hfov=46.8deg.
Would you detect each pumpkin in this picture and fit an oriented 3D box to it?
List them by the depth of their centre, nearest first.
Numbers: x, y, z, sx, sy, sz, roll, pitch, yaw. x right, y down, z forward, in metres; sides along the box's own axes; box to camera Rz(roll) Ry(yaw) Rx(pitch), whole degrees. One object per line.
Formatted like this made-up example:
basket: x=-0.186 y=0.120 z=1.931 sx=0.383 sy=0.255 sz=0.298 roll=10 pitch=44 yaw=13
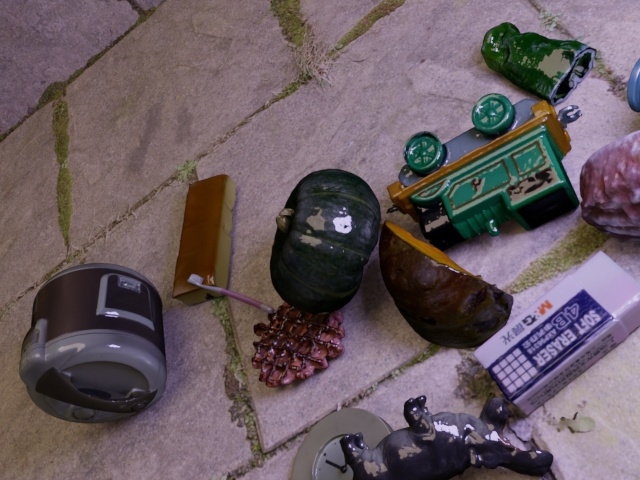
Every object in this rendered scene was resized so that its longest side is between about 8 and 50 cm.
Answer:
pumpkin: x=0.184 y=0.094 z=1.395 sx=0.312 sy=0.148 sz=0.169 roll=37 pitch=103 yaw=39
pumpkin: x=0.000 y=0.000 z=1.511 sx=0.300 sy=0.207 sz=0.300 roll=-164 pitch=90 yaw=-75

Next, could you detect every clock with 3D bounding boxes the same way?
clock: x=0.047 y=0.430 z=1.387 sx=0.235 sy=0.029 sz=0.235 roll=-22 pitch=49 yaw=28

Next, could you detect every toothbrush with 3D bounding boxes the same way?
toothbrush: x=-0.212 y=0.122 z=1.724 sx=0.286 sy=0.020 sz=0.025 roll=16 pitch=75 yaw=38

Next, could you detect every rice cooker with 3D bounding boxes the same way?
rice cooker: x=-0.527 y=0.251 z=1.750 sx=0.335 sy=0.335 sz=0.325 roll=-31 pitch=44 yaw=17

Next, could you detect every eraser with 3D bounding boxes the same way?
eraser: x=0.410 y=0.155 z=1.249 sx=0.287 sy=0.086 sz=0.130 roll=-42 pitch=43 yaw=7

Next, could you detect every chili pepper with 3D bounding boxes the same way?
chili pepper: x=0.449 y=-0.400 z=1.608 sx=0.270 sy=0.099 sz=0.136 roll=41 pitch=114 yaw=41

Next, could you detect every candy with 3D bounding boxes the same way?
candy: x=0.559 y=-0.089 z=1.199 sx=0.289 sy=0.214 sz=0.157 roll=-28 pitch=45 yaw=54

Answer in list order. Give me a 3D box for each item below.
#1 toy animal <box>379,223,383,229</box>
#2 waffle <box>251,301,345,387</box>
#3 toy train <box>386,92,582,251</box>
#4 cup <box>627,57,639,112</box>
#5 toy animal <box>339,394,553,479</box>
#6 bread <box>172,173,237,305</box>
toy animal: x=0.098 y=-0.023 z=1.635 sx=0.083 sy=0.081 sz=0.060 roll=-43 pitch=36 yaw=-22
waffle: x=-0.052 y=0.212 z=1.601 sx=0.234 sy=0.055 sz=0.221 roll=-33 pitch=43 yaw=10
toy train: x=0.327 y=-0.117 z=1.457 sx=0.429 sy=0.178 sz=0.249 roll=-29 pitch=59 yaw=21
cup: x=0.708 y=-0.277 z=1.248 sx=0.289 sy=0.219 sz=0.257 roll=-32 pitch=36 yaw=-28
toy animal: x=0.199 y=0.338 z=1.231 sx=0.343 sy=0.106 sz=0.168 roll=-19 pitch=74 yaw=19
bread: x=-0.297 y=-0.010 z=1.933 sx=0.138 sy=0.077 sz=0.361 roll=-19 pitch=51 yaw=28
